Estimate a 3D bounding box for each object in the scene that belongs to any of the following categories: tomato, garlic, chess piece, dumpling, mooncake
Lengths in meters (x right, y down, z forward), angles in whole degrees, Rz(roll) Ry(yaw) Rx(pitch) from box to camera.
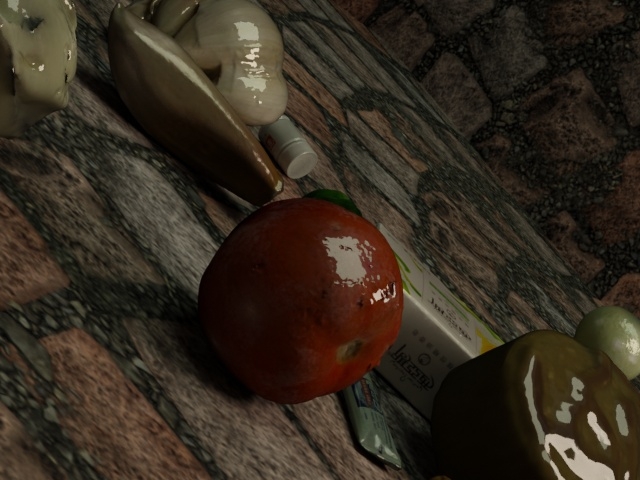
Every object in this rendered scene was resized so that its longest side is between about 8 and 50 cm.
[{"bbox_3d":[-0.023,0.055,1.645,0.184,0.208,0.208,45,11,31],"label":"tomato"},{"bbox_3d":[-0.159,-0.261,2.241,0.203,0.184,0.281,-4,49,-52],"label":"garlic"},{"bbox_3d":[0.343,0.196,2.246,0.144,0.251,0.144,43,12,-12],"label":"chess piece"},{"bbox_3d":[-0.163,-0.161,2.070,0.318,0.112,0.143,41,-8,-14],"label":"garlic"},{"bbox_3d":[-0.354,-0.195,1.573,0.243,0.187,0.318,5,9,-2],"label":"dumpling"},{"bbox_3d":[0.275,0.245,1.920,0.284,0.155,0.284,29,44,-32],"label":"mooncake"}]

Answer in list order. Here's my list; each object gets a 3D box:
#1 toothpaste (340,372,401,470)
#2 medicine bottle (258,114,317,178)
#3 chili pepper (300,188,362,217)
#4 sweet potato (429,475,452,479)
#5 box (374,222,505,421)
[{"bbox_3d":[0.043,0.173,1.869,0.060,0.038,0.233,34,20,-30],"label":"toothpaste"},{"bbox_3d":[-0.050,-0.142,2.485,0.089,0.057,0.057,52,15,31],"label":"medicine bottle"},{"bbox_3d":[0.000,0.000,2.067,0.099,0.136,0.270,32,9,-3],"label":"chili pepper"},{"bbox_3d":[0.256,0.370,1.774,0.359,0.112,0.112,43,13,-24],"label":"sweet potato"},{"bbox_3d":[0.128,0.121,2.128,0.260,0.111,0.194,46,14,-10],"label":"box"}]
